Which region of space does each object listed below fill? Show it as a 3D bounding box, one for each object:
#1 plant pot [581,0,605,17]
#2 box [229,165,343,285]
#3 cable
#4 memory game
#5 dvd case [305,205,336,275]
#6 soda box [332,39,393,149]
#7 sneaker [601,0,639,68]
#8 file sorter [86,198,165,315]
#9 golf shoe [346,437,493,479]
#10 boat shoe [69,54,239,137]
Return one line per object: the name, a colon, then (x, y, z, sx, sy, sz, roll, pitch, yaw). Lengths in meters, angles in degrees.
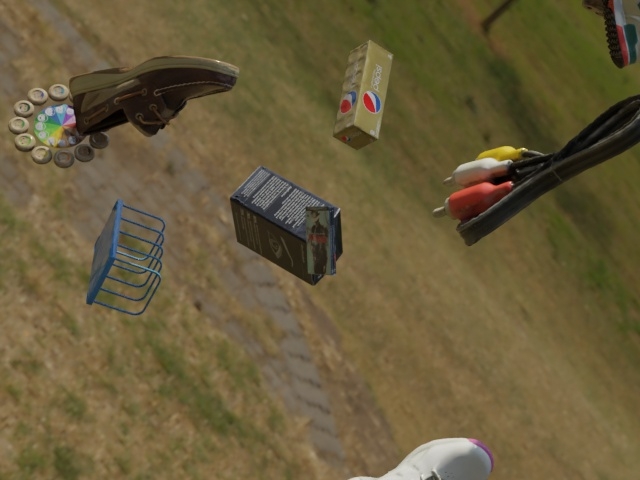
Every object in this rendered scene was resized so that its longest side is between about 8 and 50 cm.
plant pot: (0.451, -0.382, 1.649, 0.167, 0.165, 0.167, 19, 9, -3)
box: (-0.067, -0.029, 2.393, 0.207, 0.108, 0.153, 30, -29, 21)
cable: (0.230, -0.081, 1.282, 0.072, 0.287, 0.139, 46, 52, -10)
memory game: (-0.466, -0.207, 2.135, 0.186, 0.012, 0.186, 5, 57, -8)
dvd case: (0.000, 0.000, 2.064, 0.013, 0.087, 0.119, -2, 93, -29)
soda box: (0.075, -0.253, 2.067, 0.058, 0.061, 0.181, 27, 60, -30)
sneaker: (0.341, -0.267, 1.267, 0.057, 0.075, 0.161, -79, 161, -85)
file sorter: (-0.345, 0.034, 2.138, 0.104, 0.118, 0.170, 20, 34, -18)
golf shoe: (0.127, 0.404, 1.832, 0.115, 0.306, 0.140, 62, 11, -6)
boat shoe: (-0.287, -0.237, 2.037, 0.123, 0.342, 0.123, 10, 78, -62)
